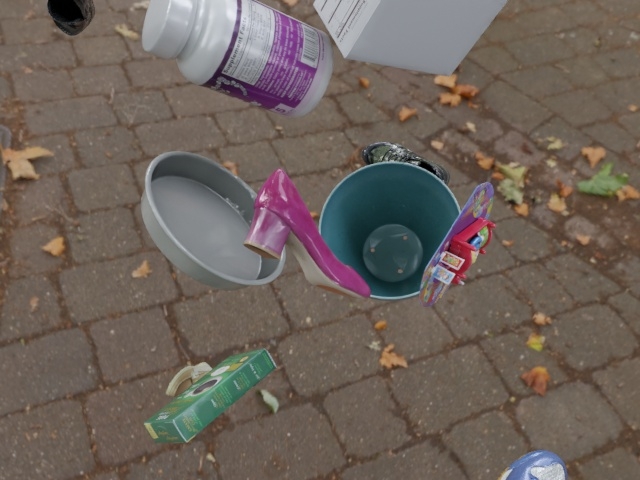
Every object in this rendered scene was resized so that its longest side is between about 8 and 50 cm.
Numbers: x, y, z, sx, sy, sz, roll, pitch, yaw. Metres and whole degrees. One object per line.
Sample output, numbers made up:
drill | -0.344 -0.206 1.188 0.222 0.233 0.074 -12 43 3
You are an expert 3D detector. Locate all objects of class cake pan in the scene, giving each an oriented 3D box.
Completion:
cake pan | -0.189 -0.030 1.124 0.293 0.054 0.293 34 31 -24

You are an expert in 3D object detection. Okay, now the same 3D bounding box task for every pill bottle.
pill bottle | -0.140 -0.331 1.098 0.301 0.169 0.169 14 42 -33

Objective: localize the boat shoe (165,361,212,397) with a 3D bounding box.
boat shoe | -0.227 0.255 1.155 0.045 0.050 0.135 30 15 16

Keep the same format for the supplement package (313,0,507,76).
supplement package | 0.161 -0.420 1.104 0.261 0.204 0.145 -2 54 -36

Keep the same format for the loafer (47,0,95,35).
loafer | -0.392 -0.369 0.987 0.076 0.223 0.078 31 72 -19

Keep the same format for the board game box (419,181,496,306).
board game box | 0.179 0.014 0.772 0.033 0.133 0.169 30 82 26

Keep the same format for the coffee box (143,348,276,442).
coffee box | -0.165 0.233 0.961 0.184 0.113 0.040 -35 98 -41

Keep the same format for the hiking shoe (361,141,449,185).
hiking shoe | 0.205 -0.187 1.550 0.226 0.086 0.114 19 6 10

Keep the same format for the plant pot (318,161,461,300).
plant pot | 0.152 0.002 1.376 0.290 0.195 0.290 -2 74 7

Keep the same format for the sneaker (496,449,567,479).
sneaker | 0.318 0.454 1.010 0.296 0.131 0.112 -40 87 -25

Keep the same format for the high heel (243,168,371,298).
high heel | 0.000 0.000 0.921 0.244 0.082 0.117 29 74 -31
